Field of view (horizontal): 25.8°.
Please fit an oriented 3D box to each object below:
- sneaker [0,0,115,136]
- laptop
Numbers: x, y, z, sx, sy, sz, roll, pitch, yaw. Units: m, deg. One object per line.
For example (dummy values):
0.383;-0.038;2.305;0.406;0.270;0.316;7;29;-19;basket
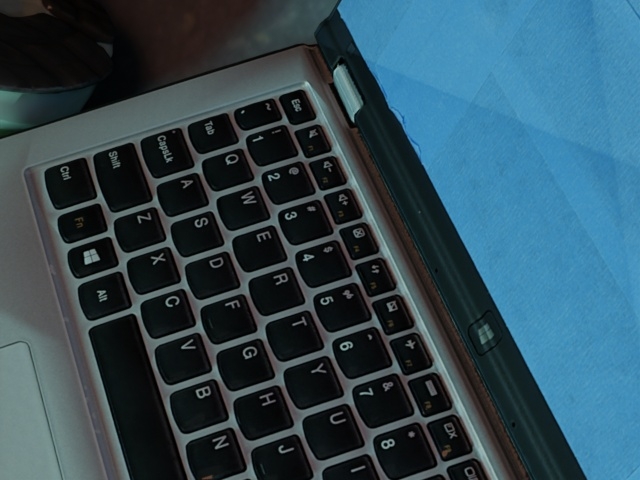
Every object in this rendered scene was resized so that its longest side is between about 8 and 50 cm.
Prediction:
-0.281;-0.145;0.765;0.410;0.158;0.182;49;118;33;sneaker
0.000;0.000;0.459;0.408;0.236;0.382;-18;53;-7;laptop
